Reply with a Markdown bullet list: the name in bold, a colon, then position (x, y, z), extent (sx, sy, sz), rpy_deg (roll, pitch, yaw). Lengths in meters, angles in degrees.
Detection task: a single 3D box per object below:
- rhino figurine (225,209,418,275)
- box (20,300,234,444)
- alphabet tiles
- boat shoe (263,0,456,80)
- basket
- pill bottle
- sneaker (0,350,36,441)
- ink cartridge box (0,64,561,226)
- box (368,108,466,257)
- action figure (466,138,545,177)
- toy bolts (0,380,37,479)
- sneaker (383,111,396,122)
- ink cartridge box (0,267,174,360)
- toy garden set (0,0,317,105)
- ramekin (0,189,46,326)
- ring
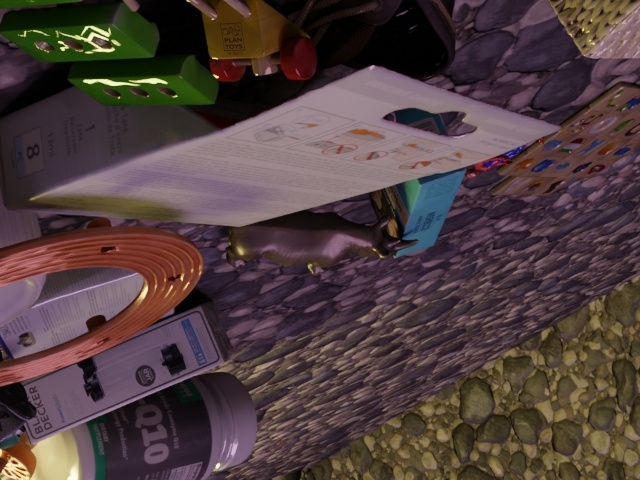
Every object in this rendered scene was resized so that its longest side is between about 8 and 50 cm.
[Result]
- **rhino figurine**: position (0.000, 0.000, 1.295), extent (0.243, 0.073, 0.106), rpy_deg (3, 163, 1)
- **box**: position (-0.277, 0.184, 1.490), extent (0.289, 0.087, 0.169), rpy_deg (-24, 179, 1)
- **alphabet tiles**: position (0.427, -0.158, 1.569), extent (0.285, 0.011, 0.342), rpy_deg (-3, 153, -47)
- **boat shoe**: position (0.005, -0.196, 0.759), extent (0.132, 0.130, 0.355), rpy_deg (-35, 158, 32)
- **basket**: position (0.311, -0.258, 0.997), extent (0.113, 0.103, 0.167), rpy_deg (-8, 157, -37)
- **pill bottle**: position (-0.297, 0.330, 1.755), extent (0.361, 0.204, 0.204), rpy_deg (-5, 154, -44)
- **sneaker**: position (-0.412, 0.164, 1.207), extent (0.101, 0.153, 0.268), rpy_deg (-38, 165, -6)
- **ink cartridge box**: position (-0.035, -0.098, 0.895), extent (0.385, 0.091, 0.308), rpy_deg (-16, 168, 35)
- **box**: position (0.114, -0.070, 1.295), extent (0.060, 0.101, 0.244), rpy_deg (-19, 161, -10)
- **action figure**: position (0.256, -0.117, 1.451), extent (0.115, 0.030, 0.038), rpy_deg (-25, 167, 12)
- **toy bolts**: position (-0.512, 0.280, 1.537), extent (0.228, 0.218, 0.158), rpy_deg (-48, -168, 55)
- **sneaker**: position (0.033, -0.114, 1.172), extent (0.057, 0.047, 0.119), rpy_deg (14, 140, -44)
- **ink cartridge box**: position (-0.293, 0.079, 1.304), extent (0.224, 0.045, 0.223), rpy_deg (-19, 163, -15)
- **toy garden set**: position (-0.134, -0.161, 0.641), extent (0.203, 0.049, 0.244), rpy_deg (4, 161, 33)
- **ramekin**: position (-0.354, 0.020, 0.967), extent (0.207, 0.109, 0.207), rpy_deg (-21, 162, -7)
- **ring**: position (-0.271, 0.065, 0.970), extent (0.336, 0.032, 0.336), rpy_deg (-21, 163, -7)
